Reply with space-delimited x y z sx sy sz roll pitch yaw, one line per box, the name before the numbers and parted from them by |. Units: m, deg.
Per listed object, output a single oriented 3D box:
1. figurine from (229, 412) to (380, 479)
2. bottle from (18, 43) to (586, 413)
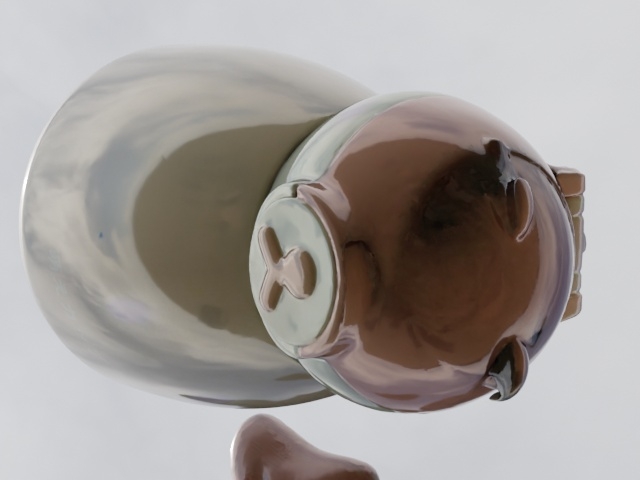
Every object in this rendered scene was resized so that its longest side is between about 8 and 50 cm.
figurine | 0.108 0.218 0.947 0.421 0.154 0.193 13 -50 30
bottle | 0.000 0.000 0.746 0.147 0.236 0.147 -5 -82 -36
